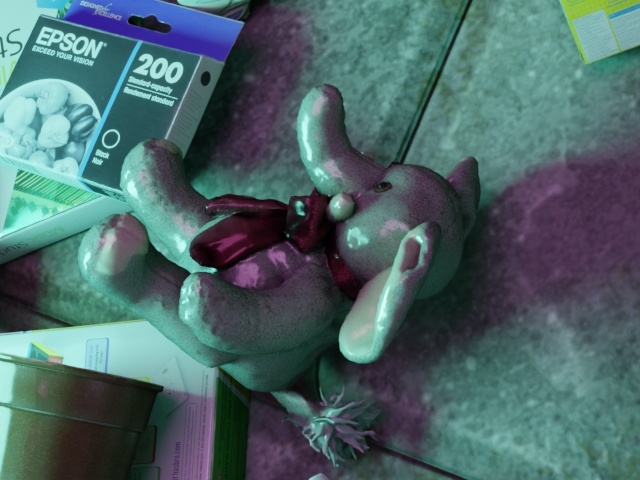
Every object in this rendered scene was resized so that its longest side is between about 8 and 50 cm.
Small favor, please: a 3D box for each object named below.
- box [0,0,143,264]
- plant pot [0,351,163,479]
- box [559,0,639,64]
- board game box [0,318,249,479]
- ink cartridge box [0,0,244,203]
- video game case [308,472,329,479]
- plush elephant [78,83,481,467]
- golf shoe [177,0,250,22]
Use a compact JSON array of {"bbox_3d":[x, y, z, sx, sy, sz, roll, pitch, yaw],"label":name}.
[{"bbox_3d":[-0.283,-0.152,1.700,0.232,0.058,0.322,-21,65,17],"label":"box"},{"bbox_3d":[-0.230,0.188,1.416,0.167,0.167,0.165,6,82,28],"label":"plant pot"},{"bbox_3d":[0.244,-0.253,1.435,0.105,0.043,0.179,-19,104,18],"label":"box"},{"bbox_3d":[-0.222,0.199,1.531,0.316,0.064,0.242,-6,69,24],"label":"board game box"},{"bbox_3d":[-0.203,-0.149,1.605,0.206,0.045,0.208,17,76,28],"label":"ink cartridge box"},{"bbox_3d":[0.031,0.287,1.345,0.019,0.143,0.157,-22,52,-31],"label":"video game case"},{"bbox_3d":[0.000,0.000,1.383,0.255,0.272,0.330,-43,96,16],"label":"plush elephant"},{"bbox_3d":[-0.065,-0.272,1.625,0.176,0.086,0.069,-33,58,9],"label":"golf shoe"}]
